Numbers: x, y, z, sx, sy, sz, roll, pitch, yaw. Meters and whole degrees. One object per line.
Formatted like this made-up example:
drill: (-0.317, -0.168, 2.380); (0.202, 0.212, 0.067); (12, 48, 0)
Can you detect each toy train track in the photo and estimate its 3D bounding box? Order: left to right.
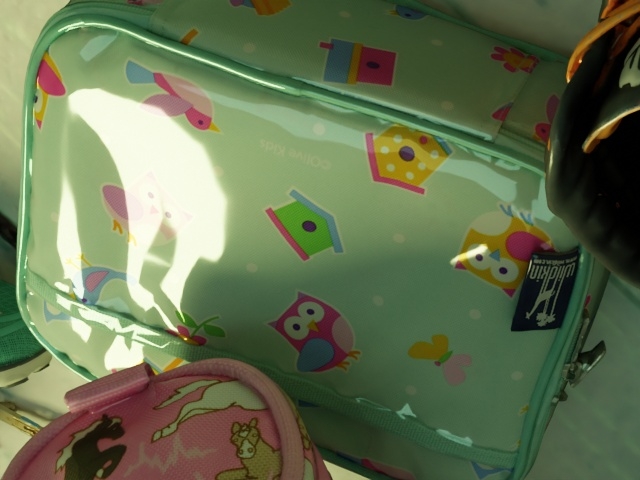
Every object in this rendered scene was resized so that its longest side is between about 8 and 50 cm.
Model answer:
toy train track: (-0.145, 0.111, 1.050); (0.083, 0.014, 0.048); (25, 134, 14)

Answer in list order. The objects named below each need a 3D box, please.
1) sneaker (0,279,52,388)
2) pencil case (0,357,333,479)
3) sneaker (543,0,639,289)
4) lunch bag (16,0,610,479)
sneaker: (-0.263, -0.001, 0.978); (0.275, 0.107, 0.110); (24, 117, 7)
pencil case: (-0.002, 0.216, 0.891); (0.167, 0.160, 0.386); (20, 154, 42)
sneaker: (0.146, -0.118, 0.675); (0.125, 0.180, 0.321); (0, 120, 23)
lunch bag: (0.000, 0.000, 0.857); (0.279, 0.108, 0.224); (20, 126, 10)
